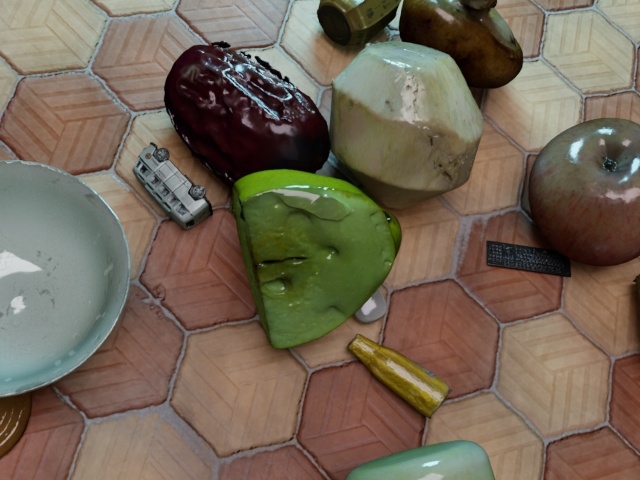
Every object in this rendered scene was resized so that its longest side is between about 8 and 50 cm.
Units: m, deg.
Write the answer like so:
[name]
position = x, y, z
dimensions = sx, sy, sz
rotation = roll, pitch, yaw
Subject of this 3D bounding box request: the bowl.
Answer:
[bowl]
position = -0.564, 0.090, 1.478
dimensions = 0.435, 0.196, 0.435
rotation = 4, 66, -10

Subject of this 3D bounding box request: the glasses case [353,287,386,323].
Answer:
[glasses case]
position = 0.075, 0.081, 1.689
dimensions = 0.074, 0.049, 0.193
rotation = -19, 73, -15

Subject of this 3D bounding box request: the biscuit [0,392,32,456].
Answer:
[biscuit]
position = -0.607, 0.323, 1.463
dimensions = 0.144, 0.033, 0.224
rotation = 28, 66, 1

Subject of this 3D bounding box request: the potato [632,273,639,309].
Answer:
[potato]
position = 0.794, 0.177, 1.719
dimensions = 0.229, 0.229, 0.266
rotation = 1, 72, -11

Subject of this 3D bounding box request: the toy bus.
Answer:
[toy bus]
position = -0.310, -0.112, 1.675
dimensions = 0.089, 0.087, 0.194
rotation = -42, 82, -13

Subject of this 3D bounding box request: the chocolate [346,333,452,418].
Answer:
[chocolate]
position = 0.151, 0.263, 1.617
dimensions = 0.219, 0.085, 0.085
rotation = 34, 66, 5

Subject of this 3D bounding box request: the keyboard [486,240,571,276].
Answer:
[keyboard]
position = 0.466, 0.041, 1.807
dimensions = 0.198, 0.010, 0.063
rotation = 8, 65, -8

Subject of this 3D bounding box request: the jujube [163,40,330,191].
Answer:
[jujube]
position = -0.150, -0.241, 1.681
dimensions = 0.377, 0.258, 0.258
rotation = 42, 66, 14

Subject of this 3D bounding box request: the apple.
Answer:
[apple]
position = 0.619, -0.117, 1.761
dimensions = 0.345, 0.269, 0.345
rotation = 4, 68, -9

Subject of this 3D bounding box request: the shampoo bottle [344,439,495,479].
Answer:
[shampoo bottle]
position = 0.193, 0.521, 1.385
dimensions = 0.322, 0.322, 0.317
rotation = -10, 81, -15

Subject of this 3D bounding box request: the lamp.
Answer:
[lamp]
position = 0.092, -0.554, 1.900
dimensions = 0.161, 0.161, 0.185
rotation = 43, 63, 8

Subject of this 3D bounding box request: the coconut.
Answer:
[coconut]
position = 0.173, -0.229, 1.698
dimensions = 0.353, 0.352, 0.352
rotation = 4, 67, -10

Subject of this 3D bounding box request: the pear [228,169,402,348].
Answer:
[pear]
position = 0.000, 0.000, 1.562
dimensions = 0.318, 0.342, 0.238
rotation = -12, 28, -7

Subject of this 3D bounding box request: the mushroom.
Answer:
[mushroom]
position = 0.337, -0.496, 1.826
dimensions = 0.345, 0.259, 0.345
rotation = 30, 33, -22
